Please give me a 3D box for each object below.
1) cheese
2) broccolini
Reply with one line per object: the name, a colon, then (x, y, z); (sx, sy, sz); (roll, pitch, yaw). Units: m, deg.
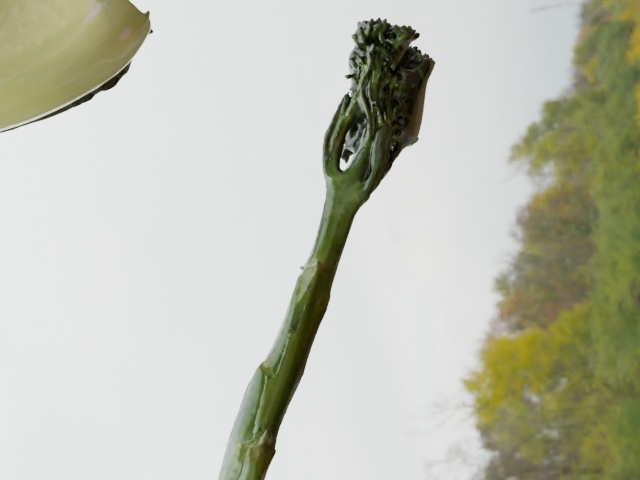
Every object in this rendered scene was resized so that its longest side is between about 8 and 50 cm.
cheese: (-0.223, -0.089, 0.586); (0.127, 0.251, 0.054); (54, 177, 20)
broccolini: (-0.004, 0.001, 0.517); (0.071, 0.057, 0.254); (33, -112, -21)
